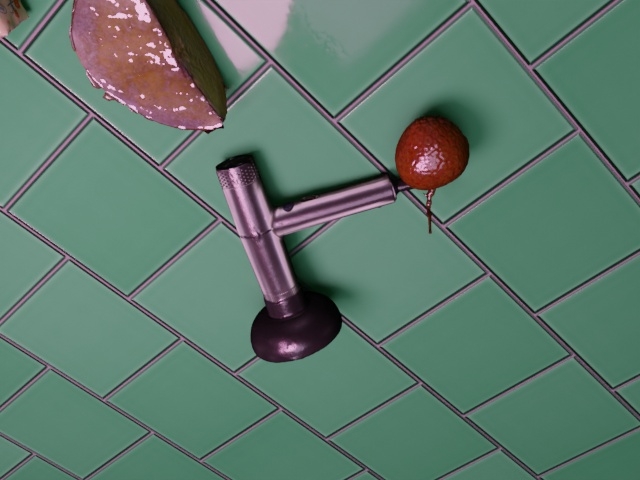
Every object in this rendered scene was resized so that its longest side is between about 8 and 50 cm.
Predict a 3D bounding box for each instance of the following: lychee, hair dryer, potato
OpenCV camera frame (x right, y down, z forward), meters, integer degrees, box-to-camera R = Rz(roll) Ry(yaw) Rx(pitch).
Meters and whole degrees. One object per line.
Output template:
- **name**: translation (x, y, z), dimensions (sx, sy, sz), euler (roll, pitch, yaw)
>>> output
- **lychee**: translation (0.152, -0.110, 1.002), dimensions (0.101, 0.114, 0.140), euler (29, 143, 14)
- **hair dryer**: translation (0.002, 0.021, 1.082), dimensions (0.283, 0.156, 0.321), euler (-1, 118, 16)
- **potato**: translation (-0.230, -0.246, 0.933), dimensions (0.138, 0.098, 0.243), euler (-16, 129, 18)

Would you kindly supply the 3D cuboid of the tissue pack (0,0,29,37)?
- **tissue pack**: translation (-0.486, -0.338, 0.884), dimensions (0.148, 0.092, 0.196), euler (-13, 125, 13)
